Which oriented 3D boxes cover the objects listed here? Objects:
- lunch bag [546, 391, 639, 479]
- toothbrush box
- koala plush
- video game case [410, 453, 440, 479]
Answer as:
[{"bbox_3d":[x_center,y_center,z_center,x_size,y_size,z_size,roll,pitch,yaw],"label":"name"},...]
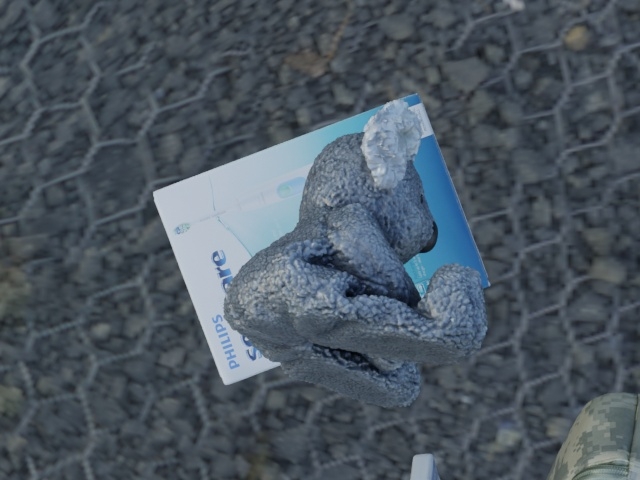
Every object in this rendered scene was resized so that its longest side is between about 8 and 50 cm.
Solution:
[{"bbox_3d":[0.281,0.280,1.191,0.305,0.212,0.256,18,39,0],"label":"lunch bag"},{"bbox_3d":[0.000,0.000,1.776,0.296,0.126,0.216,-22,89,-1],"label":"toothbrush box"},{"bbox_3d":[0.030,-0.002,1.451,0.203,0.196,0.221,18,63,-15],"label":"koala plush"},{"bbox_3d":[0.109,0.334,1.586,0.023,0.201,0.183,-8,125,14],"label":"video game case"}]
